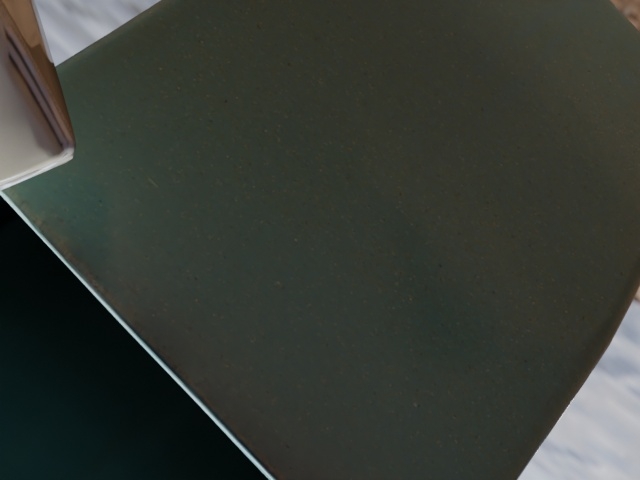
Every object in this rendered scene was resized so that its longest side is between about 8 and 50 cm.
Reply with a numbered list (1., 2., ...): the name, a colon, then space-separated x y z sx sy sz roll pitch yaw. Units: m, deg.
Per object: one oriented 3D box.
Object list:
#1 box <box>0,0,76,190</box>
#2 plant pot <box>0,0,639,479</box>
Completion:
1. box: -0.147 -0.128 0.457 0.113 0.094 0.275 66 -178 -50
2. plant pot: 0.000 0.000 0.574 0.165 0.234 0.166 46 145 -1
